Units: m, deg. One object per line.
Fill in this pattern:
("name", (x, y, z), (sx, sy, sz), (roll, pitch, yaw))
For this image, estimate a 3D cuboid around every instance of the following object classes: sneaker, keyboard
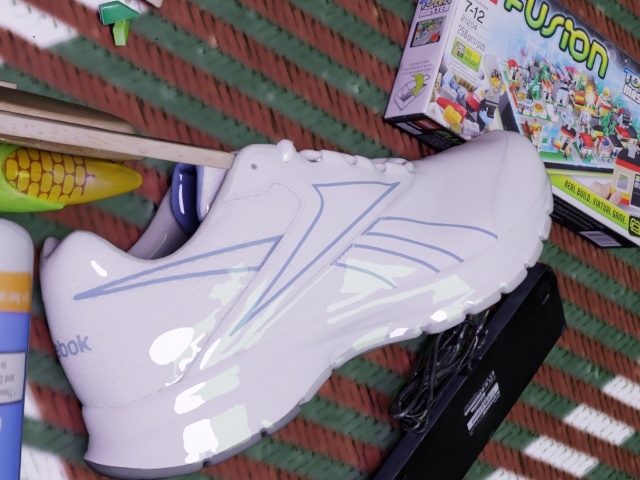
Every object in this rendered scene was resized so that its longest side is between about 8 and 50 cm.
("sneaker", (0.000, 0.000, 0.616), (0.297, 0.111, 0.129), (-28, 100, -32))
("keyboard", (0.079, 0.084, 0.735), (0.192, 0.038, 0.100), (-49, 141, -29))

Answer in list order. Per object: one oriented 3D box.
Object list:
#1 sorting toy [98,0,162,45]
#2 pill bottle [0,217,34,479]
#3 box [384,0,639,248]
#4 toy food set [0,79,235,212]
("sorting toy", (-0.098, -0.138, 0.602), (0.062, 0.012, 0.083), (28, 69, -39))
("pill bottle", (-0.185, 0.124, 0.443), (0.152, 0.152, 0.272), (6, 86, -38))
("box", (0.136, -0.084, 0.769), (0.207, 0.036, 0.114), (26, 74, -35))
("toy food set", (-0.131, -0.038, 0.470), (0.132, 0.192, 0.038), (7, 99, -40))
